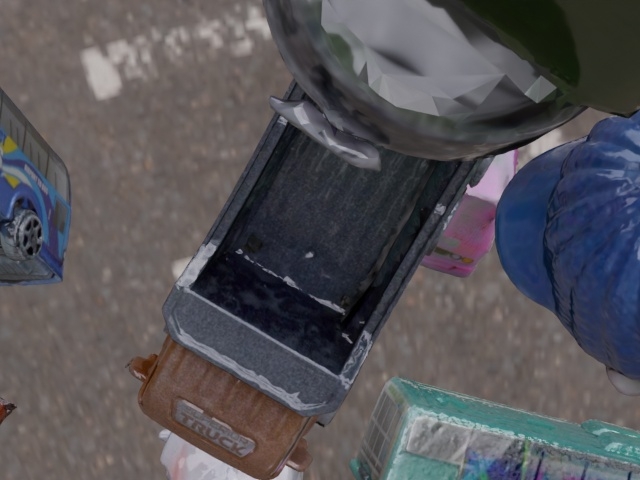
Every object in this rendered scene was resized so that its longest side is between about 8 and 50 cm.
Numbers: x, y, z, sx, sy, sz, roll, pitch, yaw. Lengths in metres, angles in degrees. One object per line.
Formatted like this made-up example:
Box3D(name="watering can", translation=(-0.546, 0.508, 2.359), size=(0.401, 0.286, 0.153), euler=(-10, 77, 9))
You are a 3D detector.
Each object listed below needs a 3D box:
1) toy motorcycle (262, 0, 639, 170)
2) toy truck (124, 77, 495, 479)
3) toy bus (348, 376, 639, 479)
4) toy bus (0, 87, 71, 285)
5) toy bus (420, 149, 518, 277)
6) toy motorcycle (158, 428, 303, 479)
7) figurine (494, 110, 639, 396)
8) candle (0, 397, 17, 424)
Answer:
Box3D(name="toy motorcycle", translation=(0.002, -0.121, 0.317), size=(0.275, 0.205, 0.127), euler=(36, 71, -7))
Box3D(name="toy truck", translation=(0.000, 0.000, 0.761), size=(0.083, 0.192, 0.092), euler=(30, 23, 0))
Box3D(name="toy bus", translation=(0.154, 0.173, 1.362), size=(0.261, 0.109, 0.091), euler=(15, 12, -16))
Box3D(name="toy bus", translation=(-0.138, -0.035, 0.726), size=(0.051, 0.153, 0.061), euler=(0, 64, 19))
Box3D(name="toy bus", translation=(0.123, -0.113, 1.604), size=(0.090, 0.112, 0.274), euler=(19, 60, -8))
Box3D(name="toy motorcycle", translation=(-0.060, 0.186, 1.263), size=(0.110, 0.260, 0.171), euler=(11, 15, 8))
Box3D(name="figurine", translation=(0.106, 0.025, 0.513), size=(0.086, 0.149, 0.087), euler=(-27, 31, 15))
Box3D(name="candle", translation=(-0.202, 0.136, 0.964), size=(0.026, 0.021, 0.167), euler=(34, 50, -2))
